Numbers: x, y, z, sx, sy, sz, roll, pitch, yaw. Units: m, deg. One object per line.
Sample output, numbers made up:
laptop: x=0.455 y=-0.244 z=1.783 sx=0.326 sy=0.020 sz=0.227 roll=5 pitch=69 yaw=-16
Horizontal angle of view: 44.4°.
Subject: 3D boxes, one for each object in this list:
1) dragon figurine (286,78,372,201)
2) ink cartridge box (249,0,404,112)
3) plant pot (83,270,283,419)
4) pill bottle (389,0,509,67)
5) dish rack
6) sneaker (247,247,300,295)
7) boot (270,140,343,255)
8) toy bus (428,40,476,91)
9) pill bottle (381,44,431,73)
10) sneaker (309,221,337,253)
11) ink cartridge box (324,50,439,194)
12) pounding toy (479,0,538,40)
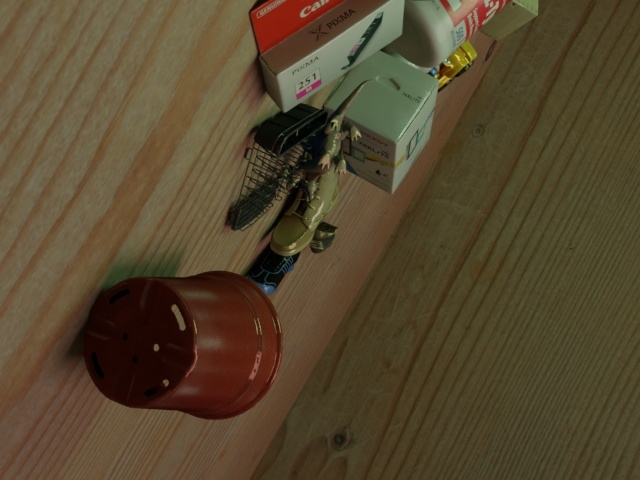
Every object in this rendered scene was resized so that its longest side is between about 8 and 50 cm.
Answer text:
dragon figurine: x=0.010 y=-0.222 z=1.688 sx=0.085 sy=0.144 sz=0.289 roll=14 pitch=95 yaw=-34
ink cartridge box: x=0.021 y=-0.365 z=1.328 sx=0.275 sy=0.060 sz=0.239 roll=-35 pitch=163 yaw=-9
plant pot: x=-0.237 y=0.173 z=1.315 sx=0.272 sy=0.272 sz=0.265 roll=-61 pitch=159 yaw=3
pill bottle: x=0.303 y=-0.566 z=1.612 sx=0.407 sy=0.229 sz=0.229 roll=-43 pitch=165 yaw=-7
dish rack: x=-0.090 y=-0.137 z=1.577 sx=0.208 sy=0.074 sz=0.271 roll=-42 pitch=158 yaw=-53
sneaker: x=-0.111 y=0.052 z=1.911 sx=0.232 sy=0.081 sz=0.090 roll=-50 pitch=162 yaw=-63
boot: x=-0.029 y=-0.104 z=1.836 sx=0.262 sy=0.095 sz=0.203 roll=-49 pitch=161 yaw=-33
toy bus: x=0.267 y=-0.441 z=2.052 sx=0.211 sy=0.149 sz=0.220 roll=-46 pitch=-172 yaw=-26
pill bottle: x=0.241 y=-0.503 z=1.897 sx=0.264 sy=0.146 sz=0.146 roll=-58 pitch=167 yaw=-13
sneaker: x=0.000 y=0.000 z=2.234 sx=0.086 sy=0.064 sz=0.192 roll=-68 pitch=169 yaw=10
ink cartridge box: x=0.143 y=-0.284 z=1.877 sx=0.197 sy=0.198 sz=0.270 roll=-56 pitch=165 yaw=-17
pounding toy: x=0.396 y=-0.563 z=1.817 sx=0.206 sy=0.094 sz=0.181 roll=-26 pitch=-129 yaw=53
